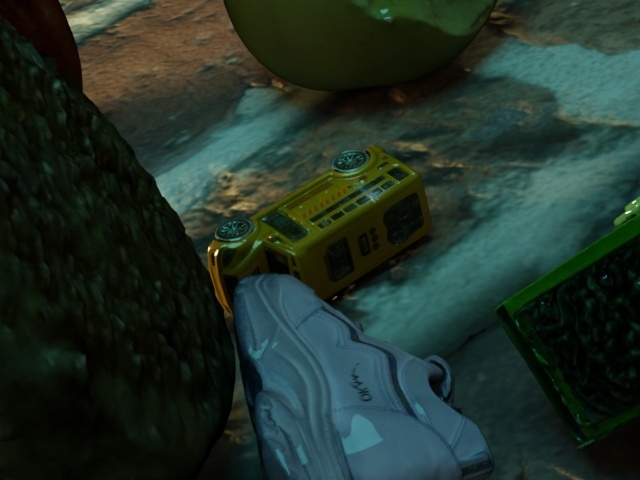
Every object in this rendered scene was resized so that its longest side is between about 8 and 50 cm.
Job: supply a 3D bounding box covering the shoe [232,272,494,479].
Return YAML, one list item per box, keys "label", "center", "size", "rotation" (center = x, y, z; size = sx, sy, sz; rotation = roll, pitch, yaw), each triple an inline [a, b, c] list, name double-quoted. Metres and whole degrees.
- label: "shoe"
  center: [0.020, 0.092, 1.068]
  size: [0.138, 0.095, 0.245]
  rotation: [-6, 31, -7]

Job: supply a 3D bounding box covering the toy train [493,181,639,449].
- label: "toy train"
  center: [0.229, 0.014, 0.977]
  size: [0.188, 0.132, 0.243]
  rotation: [-29, -7, -35]

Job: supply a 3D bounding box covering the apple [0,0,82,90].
- label: "apple"
  center: [-0.317, -0.154, 1.449]
  size: [0.234, 0.234, 0.234]
  rotation: [-12, 34, 8]

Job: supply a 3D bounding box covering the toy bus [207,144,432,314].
- label: "toy bus"
  center: [0.000, 0.000, 1.222]
  size: [0.162, 0.069, 0.074]
  rotation: [-32, 38, -24]

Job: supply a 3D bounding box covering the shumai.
- label: "shumai"
  center: [-0.271, 0.059, 1.046]
  size: [0.348, 0.395, 0.395]
  rotation: [-32, 29, 19]

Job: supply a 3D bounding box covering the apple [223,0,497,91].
- label: "apple"
  center: [0.029, -0.267, 1.449]
  size: [0.279, 0.279, 0.279]
  rotation: [-12, 34, 8]
